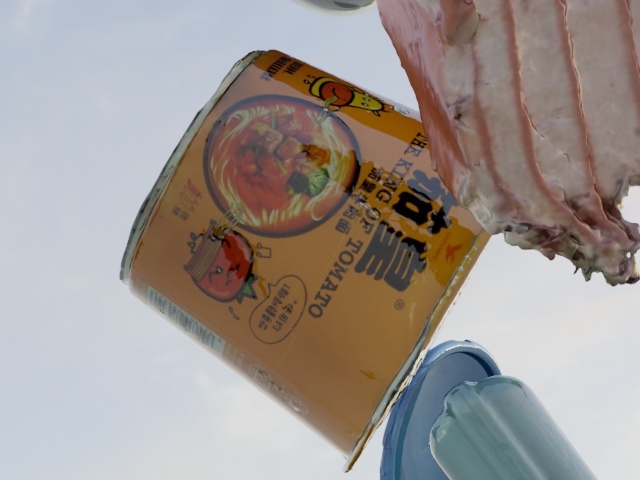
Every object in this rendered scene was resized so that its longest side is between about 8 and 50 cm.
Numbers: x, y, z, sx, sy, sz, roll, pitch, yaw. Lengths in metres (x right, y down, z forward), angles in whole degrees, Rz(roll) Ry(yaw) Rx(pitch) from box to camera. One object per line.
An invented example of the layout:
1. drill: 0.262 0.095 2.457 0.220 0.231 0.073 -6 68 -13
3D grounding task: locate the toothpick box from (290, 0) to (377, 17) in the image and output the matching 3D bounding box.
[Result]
1. toothpick box: 0.031 -0.321 0.935 0.354 0.263 0.263 -40 -39 14

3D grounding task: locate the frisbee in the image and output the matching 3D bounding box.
1. frisbee: 0.130 0.224 1.442 0.045 0.242 0.242 4 -18 38

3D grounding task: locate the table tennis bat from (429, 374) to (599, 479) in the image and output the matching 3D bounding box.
1. table tennis bat: 0.109 0.139 0.388 0.040 0.244 0.153 -38 -29 4

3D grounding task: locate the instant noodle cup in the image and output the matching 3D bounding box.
1. instant noodle cup: 0.000 0.000 0.772 0.172 0.216 0.216 30 -31 5

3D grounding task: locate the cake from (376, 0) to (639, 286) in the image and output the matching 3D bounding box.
1. cake: 0.070 -0.115 0.527 0.098 0.287 0.135 -17 -28 -13
